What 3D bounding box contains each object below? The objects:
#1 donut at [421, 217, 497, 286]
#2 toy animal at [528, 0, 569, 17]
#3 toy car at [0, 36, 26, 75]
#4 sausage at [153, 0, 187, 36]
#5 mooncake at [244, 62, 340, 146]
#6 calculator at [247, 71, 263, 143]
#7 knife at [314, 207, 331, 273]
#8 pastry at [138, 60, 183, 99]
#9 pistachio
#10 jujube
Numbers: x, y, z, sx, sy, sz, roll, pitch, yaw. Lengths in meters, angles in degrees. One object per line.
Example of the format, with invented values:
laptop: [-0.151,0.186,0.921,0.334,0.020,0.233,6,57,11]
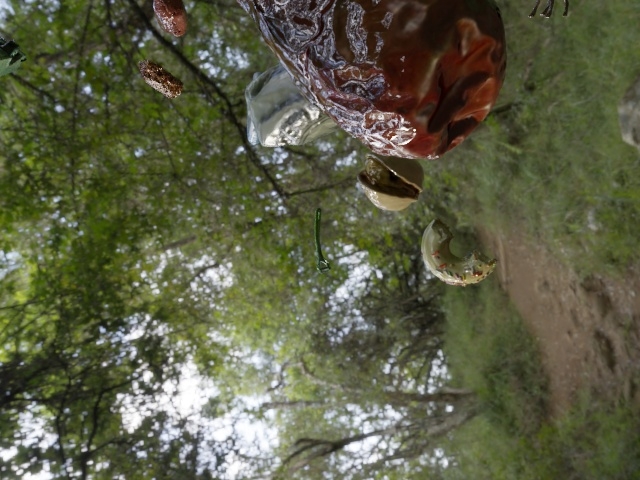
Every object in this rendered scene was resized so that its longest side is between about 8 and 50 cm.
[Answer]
donut: [0.280,0.039,1.275,0.166,0.108,0.065,37,-164,12]
toy animal: [0.623,-0.723,1.679,0.214,0.094,0.186,-18,-62,-39]
toy car: [-0.588,-0.309,0.973,0.141,0.097,0.321,36,-169,-21]
sausage: [-0.349,-0.531,1.400,0.141,0.076,0.076,118,138,-82]
mooncake: [0.012,-0.252,1.003,0.136,0.250,0.254,64,-148,-9]
calculator: [-0.159,-0.329,1.506,0.210,0.039,0.121,126,146,-69]
knife: [-0.003,0.000,1.531,0.078,0.022,0.166,-10,-86,-71]
pastry: [-0.446,-0.447,1.685,0.169,0.087,0.063,21,-99,-70]
pistachio: [0.219,-0.192,1.872,0.299,0.187,0.187,12,-117,-60]
jujube: [0.038,-0.236,0.646,0.342,0.216,0.216,41,180,25]
